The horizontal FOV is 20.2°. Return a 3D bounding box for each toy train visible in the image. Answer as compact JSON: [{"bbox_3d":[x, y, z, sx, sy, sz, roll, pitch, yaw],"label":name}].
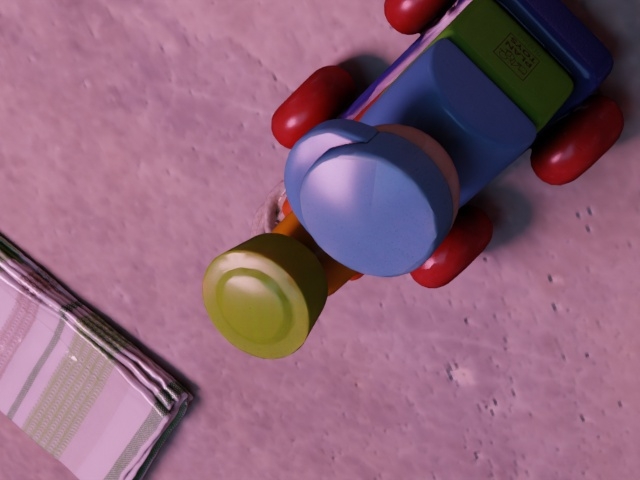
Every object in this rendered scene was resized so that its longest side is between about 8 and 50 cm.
[{"bbox_3d":[0.000,0.000,0.734,0.105,0.143,0.248,46,133,-2],"label":"toy train"}]

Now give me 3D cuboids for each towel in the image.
[{"bbox_3d":[-0.149,0.071,0.964,0.152,0.023,0.113,38,133,5],"label":"towel"}]
